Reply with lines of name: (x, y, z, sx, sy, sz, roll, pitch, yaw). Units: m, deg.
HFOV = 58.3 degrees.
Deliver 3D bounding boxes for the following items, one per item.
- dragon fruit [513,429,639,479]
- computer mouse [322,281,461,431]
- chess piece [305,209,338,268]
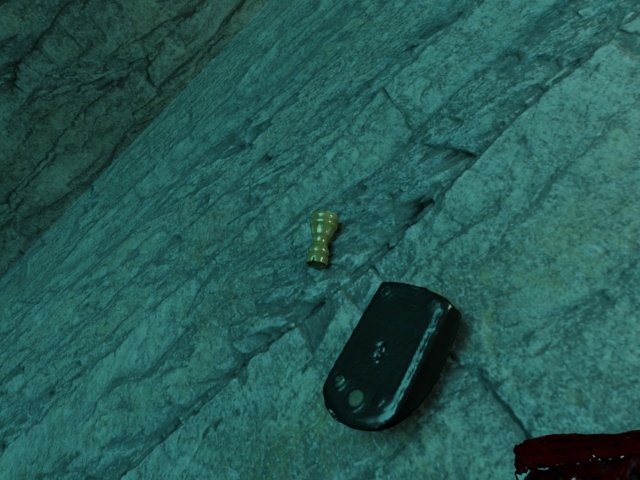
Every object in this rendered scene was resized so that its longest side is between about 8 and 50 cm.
dragon fruit: (0.407, 0.328, 0.620, 0.329, 0.228, 0.286, -22, 69, 12)
computer mouse: (0.125, 0.203, 0.971, 0.170, 0.100, 0.269, 17, 69, 44)
chess piece: (0.000, 0.000, 1.268, 0.066, 0.066, 0.122, -8, 62, 38)
